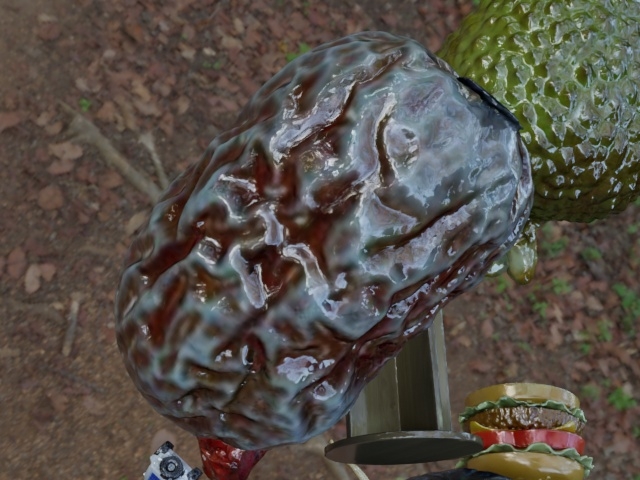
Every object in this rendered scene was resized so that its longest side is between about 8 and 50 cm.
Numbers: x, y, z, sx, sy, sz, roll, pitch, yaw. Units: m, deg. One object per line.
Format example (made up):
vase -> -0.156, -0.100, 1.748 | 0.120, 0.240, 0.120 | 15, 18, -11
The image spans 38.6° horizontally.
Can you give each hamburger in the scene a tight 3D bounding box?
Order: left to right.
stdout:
hamburger -> 0.411, 0.427, 1.851 | 0.274, 0.274, 0.212 | 23, 54, -29

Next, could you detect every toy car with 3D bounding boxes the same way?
toy car -> -0.243, 0.384, 1.483 | 0.080, 0.170, 0.070 | 41, 66, 10

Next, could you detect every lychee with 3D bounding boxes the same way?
lychee -> 0.230, -0.127, 0.972 | 0.270, 0.270, 0.320 | 38, 83, -16

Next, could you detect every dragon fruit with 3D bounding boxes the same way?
dragon fruit -> -0.100, 0.253, 1.531 | 0.240, 0.302, 0.330 | 16, 69, -4

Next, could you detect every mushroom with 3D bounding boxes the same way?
mushroom -> 0.094, 0.418, 1.464 | 0.286, 0.028, 0.026 | 40, -8, 41

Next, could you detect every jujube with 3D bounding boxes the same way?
jujube -> 0.000, 0.000, 0.645 | 0.226, 0.317, 0.226 | 40, 19, -17

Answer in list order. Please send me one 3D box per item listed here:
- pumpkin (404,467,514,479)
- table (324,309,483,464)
pumpkin -> 0.241, 0.555, 1.603 | 0.363, 0.363, 0.266 | -17, 102, -46
table -> 0.082, 0.118, 0.996 | 0.167, 0.167, 0.226 | 14, 63, -35
